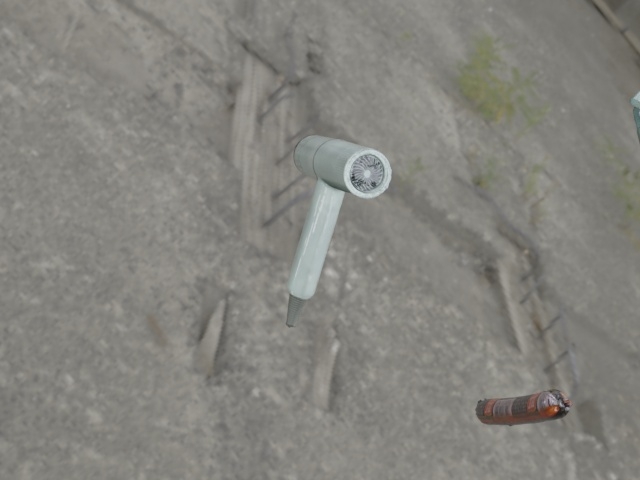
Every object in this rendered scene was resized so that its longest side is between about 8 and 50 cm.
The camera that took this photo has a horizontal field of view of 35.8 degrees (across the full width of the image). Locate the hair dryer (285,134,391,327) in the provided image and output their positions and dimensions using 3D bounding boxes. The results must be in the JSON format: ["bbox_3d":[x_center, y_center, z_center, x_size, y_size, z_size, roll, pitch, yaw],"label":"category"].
[{"bbox_3d":[0.002,0.003,0.857,0.044,0.183,0.155,9,6,-17],"label":"hair dryer"}]

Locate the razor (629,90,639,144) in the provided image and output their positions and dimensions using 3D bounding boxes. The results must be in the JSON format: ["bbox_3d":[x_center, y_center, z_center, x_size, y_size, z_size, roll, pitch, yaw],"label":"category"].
[{"bbox_3d":[0.450,-0.106,1.341,0.084,0.036,0.211,-37,121,-45],"label":"razor"}]

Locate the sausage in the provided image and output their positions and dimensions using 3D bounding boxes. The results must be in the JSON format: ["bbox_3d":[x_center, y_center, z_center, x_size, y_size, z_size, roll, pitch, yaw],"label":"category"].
[{"bbox_3d":[0.170,0.144,0.853,0.025,0.198,0.028,4,77,-10],"label":"sausage"}]
